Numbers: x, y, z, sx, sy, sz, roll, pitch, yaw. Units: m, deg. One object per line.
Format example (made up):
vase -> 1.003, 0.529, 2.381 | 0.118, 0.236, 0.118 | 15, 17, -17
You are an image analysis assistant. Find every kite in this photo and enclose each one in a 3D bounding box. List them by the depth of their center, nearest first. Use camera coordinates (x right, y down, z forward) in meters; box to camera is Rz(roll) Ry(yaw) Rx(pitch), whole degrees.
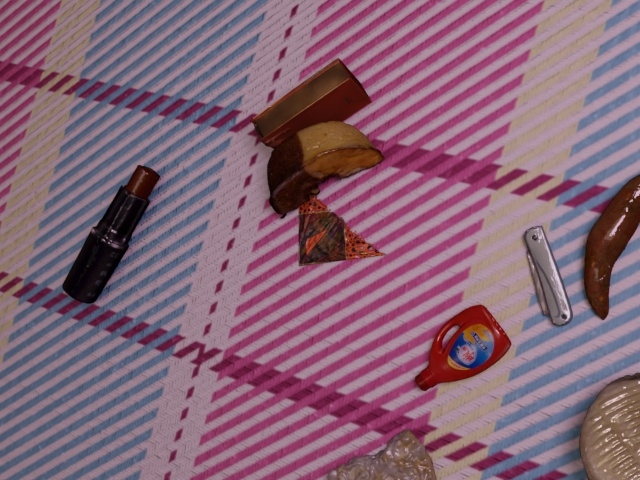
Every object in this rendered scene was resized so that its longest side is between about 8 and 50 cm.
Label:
kite -> 0.000, 0.000, 1.182 | 0.222, 0.008, 0.125 | 43, 102, 18

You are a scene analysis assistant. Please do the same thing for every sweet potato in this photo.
sweet potato -> 0.450, -0.008, 0.995 | 0.078, 0.058, 0.255 | 22, 97, 0

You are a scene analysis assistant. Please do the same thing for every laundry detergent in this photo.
laundry detergent -> 0.219, 0.182, 1.063 | 0.165, 0.049, 0.097 | -39, 67, 13

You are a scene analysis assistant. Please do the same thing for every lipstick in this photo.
lipstick -> -0.408, -0.014, 1.288 | 0.081, 0.081, 0.299 | 33, 97, 19

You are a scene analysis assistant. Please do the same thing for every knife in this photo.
knife -> 0.357, 0.057, 1.039 | 0.044, 0.023, 0.162 | -19, 79, 21

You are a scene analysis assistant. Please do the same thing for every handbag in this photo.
handbag -> -0.016, -0.224, 1.144 | 0.190, 0.127, 0.063 | -31, 74, 14

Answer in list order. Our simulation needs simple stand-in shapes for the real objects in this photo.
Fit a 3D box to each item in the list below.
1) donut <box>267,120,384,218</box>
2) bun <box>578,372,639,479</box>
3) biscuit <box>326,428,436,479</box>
donut -> -0.009, -0.139, 1.132 | 0.217, 0.141, 0.085 | -25, 68, 8
bun -> 0.480, 0.298, 0.913 | 0.220, 0.134, 0.220 | -9, 54, 13
biscuit -> 0.096, 0.435, 1.088 | 0.188, 0.040, 0.265 | 27, 93, 20
